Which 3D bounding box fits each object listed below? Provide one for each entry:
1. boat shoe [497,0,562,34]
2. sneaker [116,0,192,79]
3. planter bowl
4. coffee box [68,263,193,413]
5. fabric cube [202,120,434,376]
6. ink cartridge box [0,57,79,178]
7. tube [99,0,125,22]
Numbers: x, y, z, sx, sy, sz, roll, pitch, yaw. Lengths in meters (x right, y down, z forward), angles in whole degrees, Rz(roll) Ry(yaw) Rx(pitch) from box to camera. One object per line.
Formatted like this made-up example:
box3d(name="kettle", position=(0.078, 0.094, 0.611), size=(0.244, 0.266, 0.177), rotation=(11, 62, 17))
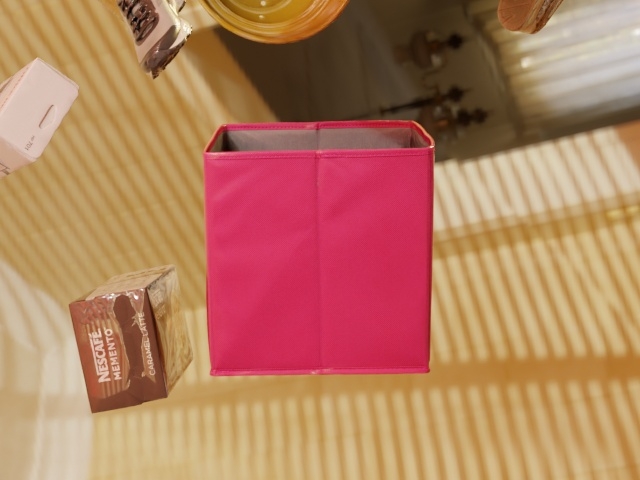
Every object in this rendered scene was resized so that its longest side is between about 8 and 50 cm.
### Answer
box3d(name="boat shoe", position=(0.435, -0.508, 2.196), size=(0.089, 0.285, 0.104), rotation=(5, -139, -42))
box3d(name="sneaker", position=(-0.264, -0.339, 1.816), size=(0.108, 0.100, 0.271), rotation=(31, -154, -30))
box3d(name="planter bowl", position=(-0.068, -0.342, 1.467), size=(0.090, 0.217, 0.217), rotation=(177, 80, -75))
box3d(name="coffee box", position=(-0.235, 0.118, 1.523), size=(0.246, 0.098, 0.141), rotation=(-73, -28, -86))
box3d(name="fabric cube", position=(0.000, 0.000, 1.419), size=(0.254, 0.259, 0.258), rotation=(-91, 0, -78))
box3d(name="ink cartridge box", position=(-0.451, -0.172, 1.752), size=(0.082, 0.191, 0.139), rotation=(37, -117, -23))
box3d(name="tube", position=(-0.401, -0.476, 2.315), size=(0.240, 0.062, 0.070), rotation=(42, -164, -39))
